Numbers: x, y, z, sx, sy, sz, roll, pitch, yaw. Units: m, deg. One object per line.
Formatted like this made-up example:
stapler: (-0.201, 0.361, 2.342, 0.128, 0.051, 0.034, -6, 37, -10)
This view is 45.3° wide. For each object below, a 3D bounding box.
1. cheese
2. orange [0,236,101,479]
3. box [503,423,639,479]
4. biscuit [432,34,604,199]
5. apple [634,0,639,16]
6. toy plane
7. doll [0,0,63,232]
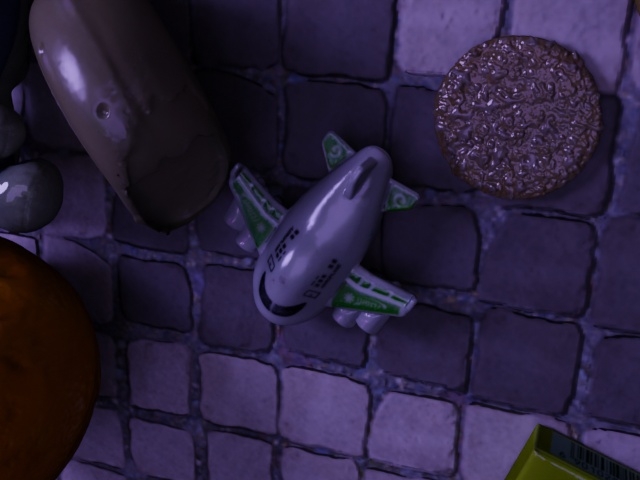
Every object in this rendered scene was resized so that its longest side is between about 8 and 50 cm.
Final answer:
cheese: (-0.142, -0.117, 0.567, 0.091, 0.175, 0.202, -28, 67, -5)
orange: (-0.321, 0.115, 0.649, 0.261, 0.261, 0.261, 6, 109, 19)
box: (0.284, 0.299, 0.599, 0.335, 0.047, 0.187, 26, 114, 12)
biscuit: (0.138, -0.086, 0.543, 0.120, 0.015, 0.120, 6, 109, 18)
apple: (0.318, -0.119, 0.340, 0.309, 0.252, 0.314, 47, 135, 27)
toy plane: (0.001, -0.001, 0.589, 0.174, 0.080, 0.174, 8, 112, 19)
doll: (-0.289, -0.139, 0.606, 0.228, 0.154, 0.258, 16, 101, 56)
